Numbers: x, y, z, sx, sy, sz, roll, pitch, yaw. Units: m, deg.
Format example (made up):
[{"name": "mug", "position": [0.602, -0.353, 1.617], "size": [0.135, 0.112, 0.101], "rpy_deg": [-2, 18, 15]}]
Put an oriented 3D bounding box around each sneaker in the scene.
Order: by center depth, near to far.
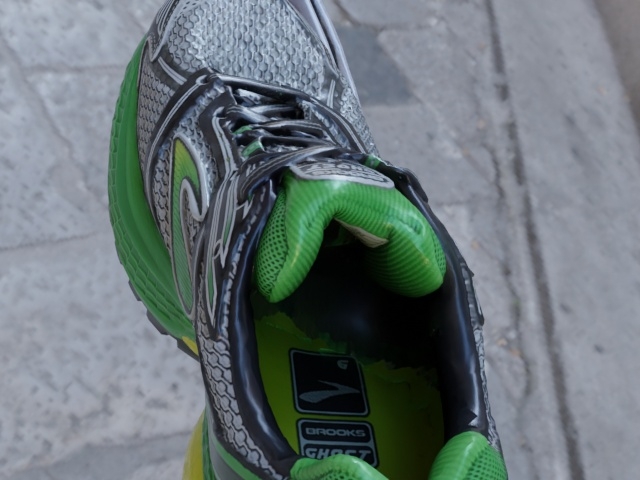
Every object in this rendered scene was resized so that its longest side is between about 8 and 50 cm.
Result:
[{"name": "sneaker", "position": [0.000, 0.000, 0.444], "size": [0.134, 0.146, 0.344], "rpy_deg": [-3, 49, -20]}]

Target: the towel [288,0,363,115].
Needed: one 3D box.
[{"name": "towel", "position": [-0.029, -0.049, 0.807], "size": [0.053, 0.317, 0.332], "rpy_deg": [-18, 81, -17]}]
